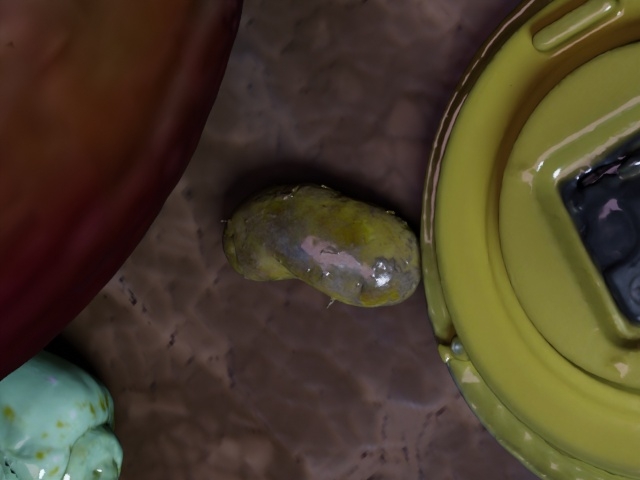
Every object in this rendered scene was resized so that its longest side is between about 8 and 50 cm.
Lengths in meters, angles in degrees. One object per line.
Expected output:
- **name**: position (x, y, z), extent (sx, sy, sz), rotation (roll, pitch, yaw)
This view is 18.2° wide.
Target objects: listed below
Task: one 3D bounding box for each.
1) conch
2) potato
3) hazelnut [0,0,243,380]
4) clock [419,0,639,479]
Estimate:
- **conch**: position (-0.158, 0.085, 0.916), extent (0.170, 0.079, 0.105), rotation (34, 106, 30)
- **potato**: position (0.000, 0.000, 0.843), extent (0.092, 0.045, 0.046), rotation (14, 141, 23)
- **hazelnut**: position (-0.233, -0.121, 0.768), extent (0.421, 0.353, 0.421), rotation (1, 78, -4)
- **clock**: position (0.134, -0.007, 0.752), extent (0.237, 0.057, 0.237), rotation (-2, 85, 28)
